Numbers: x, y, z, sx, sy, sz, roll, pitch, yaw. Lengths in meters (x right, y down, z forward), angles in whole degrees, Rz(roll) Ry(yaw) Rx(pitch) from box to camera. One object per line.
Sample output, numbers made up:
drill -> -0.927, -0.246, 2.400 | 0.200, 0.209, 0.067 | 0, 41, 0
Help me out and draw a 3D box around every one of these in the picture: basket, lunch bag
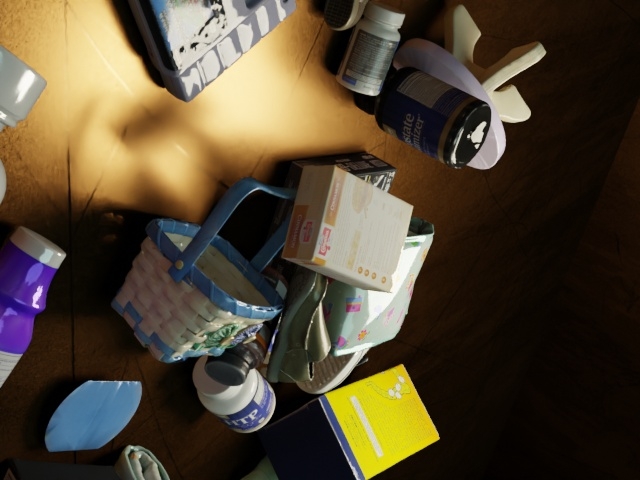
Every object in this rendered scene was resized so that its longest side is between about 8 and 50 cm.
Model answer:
basket -> -0.139, 0.034, 1.345 | 0.289, 0.201, 0.254 | -55, 160, 11
lunch bag -> 0.082, 0.063, 1.601 | 0.262, 0.160, 0.224 | -4, 114, -50

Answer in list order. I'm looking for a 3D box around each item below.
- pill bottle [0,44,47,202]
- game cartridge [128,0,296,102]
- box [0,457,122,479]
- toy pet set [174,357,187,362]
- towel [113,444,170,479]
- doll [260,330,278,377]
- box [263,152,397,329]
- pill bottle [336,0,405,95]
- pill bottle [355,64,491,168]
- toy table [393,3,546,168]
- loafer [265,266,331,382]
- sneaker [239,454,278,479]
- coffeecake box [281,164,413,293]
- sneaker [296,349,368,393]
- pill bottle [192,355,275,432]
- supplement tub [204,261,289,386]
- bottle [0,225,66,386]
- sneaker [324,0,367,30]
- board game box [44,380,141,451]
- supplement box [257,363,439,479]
pill bottle -> -0.427, -0.023, 0.797 | 0.408, 0.229, 0.229 | -56, 152, -3
game cartridge -> -0.142, -0.355, 1.106 | 0.230, 0.068, 0.355 | -50, 152, -23
box -> -0.424, 0.470, 1.393 | 0.184, 0.103, 0.261 | 17, 104, -46
toy pet set -> -0.203, 0.140, 1.501 | 0.114, 0.065, 0.122 | -37, 146, -34
towel -> -0.322, 0.551, 1.455 | 0.090, 0.374, 0.321 | 25, 99, -28
doll -> -0.060, 0.184, 1.764 | 0.189, 0.046, 0.129 | -54, 135, -46
box -> 0.000, 0.000, 1.674 | 0.242, 0.076, 0.308 | -14, 129, -53
pill bottle -> 0.082, -0.311, 1.488 | 0.078, 0.078, 0.137 | -11, 128, -54
pill bottle -> 0.171, -0.222, 1.570 | 0.123, 0.219, 0.123 | -38, 146, -32
toy table -> 0.270, -0.284, 1.669 | 0.161, 0.252, 0.274 | -48, 124, -25
loafer -> -0.022, 0.138, 1.454 | 0.251, 0.087, 0.094 | 108, -5, -45
sneaker -> -0.153, 0.601, 2.018 | 0.151, 0.094, 0.256 | -24, 128, -55
coffeecake box -> 0.043, -0.014, 1.366 | 0.185, 0.068, 0.142 | 24, 76, -43
sneaker -> 0.073, 0.191, 1.935 | 0.321, 0.126, 0.127 | -56, 147, -6
pill bottle -> -0.158, 0.267, 1.653 | 0.112, 0.112, 0.187 | -51, 151, -13
supplement tub -> -0.125, 0.139, 1.509 | 0.106, 0.106, 0.198 | 85, 18, -49
bottle -> -0.413, 0.117, 1.108 | 0.283, 0.092, 0.118 | -57, 153, -2
sneaker -> 0.058, -0.409, 1.386 | 0.188, 0.066, 0.071 | -63, 169, 22
board game box -> -0.356, 0.260, 1.416 | 0.168, 0.033, 0.133 | 14, 111, -56
supplement box -> 0.068, 0.425, 2.020 | 0.194, 0.195, 0.356 | -34, 166, 31
